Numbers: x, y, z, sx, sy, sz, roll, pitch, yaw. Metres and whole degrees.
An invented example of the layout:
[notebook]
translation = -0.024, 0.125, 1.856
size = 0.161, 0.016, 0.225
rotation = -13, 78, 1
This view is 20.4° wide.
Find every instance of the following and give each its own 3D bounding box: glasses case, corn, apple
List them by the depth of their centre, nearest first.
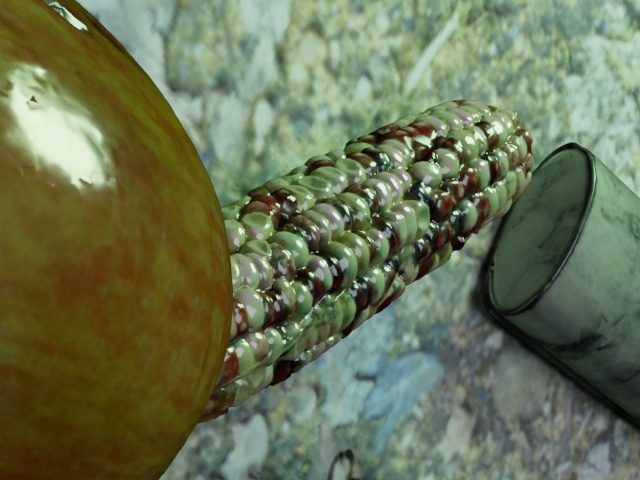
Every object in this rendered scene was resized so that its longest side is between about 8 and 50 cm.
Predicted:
[apple]
translation = -0.156, 0.017, 0.624
size = 0.264, 0.264, 0.264
rotation = -5, 98, -41
[corn]
translation = 0.000, 0.000, 0.869
size = 0.280, 0.092, 0.092
rotation = -33, 115, -38
[glasses case]
translation = 0.217, 0.061, 1.082
size = 0.299, 0.060, 0.114
rotation = 37, 73, -37
